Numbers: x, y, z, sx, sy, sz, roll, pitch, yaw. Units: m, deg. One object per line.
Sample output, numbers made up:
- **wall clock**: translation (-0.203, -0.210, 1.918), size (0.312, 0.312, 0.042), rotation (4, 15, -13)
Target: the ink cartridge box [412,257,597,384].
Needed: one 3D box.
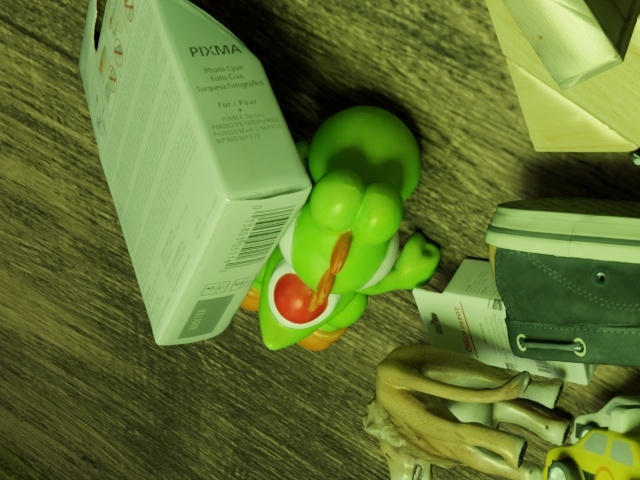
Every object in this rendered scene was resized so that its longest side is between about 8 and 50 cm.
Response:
- **ink cartridge box**: translation (0.197, 0.080, 1.033), size (0.180, 0.060, 0.104), rotation (9, 136, 36)

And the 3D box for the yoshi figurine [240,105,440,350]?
- **yoshi figurine**: translation (0.019, -0.018, 1.038), size (0.362, 0.203, 0.203), rotation (126, 127, -67)

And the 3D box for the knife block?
- **knife block**: translation (0.260, -0.142, 0.713), size (0.242, 0.088, 0.275), rotation (2, 130, 40)

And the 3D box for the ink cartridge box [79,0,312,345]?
- **ink cartridge box**: translation (-0.153, -0.126, 1.027), size (0.308, 0.091, 0.385), rotation (-56, 48, 55)

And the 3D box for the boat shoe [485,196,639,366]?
- **boat shoe**: translation (0.345, 0.062, 0.750), size (0.500, 0.187, 0.156), rotation (9, 101, 43)

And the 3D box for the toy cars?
- **toy cars**: translation (0.298, 0.179, 0.887), size (0.176, 0.394, 0.087), rotation (3, 89, 21)

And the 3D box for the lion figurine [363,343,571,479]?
- **lion figurine**: translation (0.135, 0.179, 1.075), size (0.240, 0.142, 0.392), rotation (20, 157, 23)

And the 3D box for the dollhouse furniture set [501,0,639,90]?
- **dollhouse furniture set**: translation (0.203, -0.216, 0.540), size (0.242, 0.212, 0.161), rotation (-24, 114, 39)
